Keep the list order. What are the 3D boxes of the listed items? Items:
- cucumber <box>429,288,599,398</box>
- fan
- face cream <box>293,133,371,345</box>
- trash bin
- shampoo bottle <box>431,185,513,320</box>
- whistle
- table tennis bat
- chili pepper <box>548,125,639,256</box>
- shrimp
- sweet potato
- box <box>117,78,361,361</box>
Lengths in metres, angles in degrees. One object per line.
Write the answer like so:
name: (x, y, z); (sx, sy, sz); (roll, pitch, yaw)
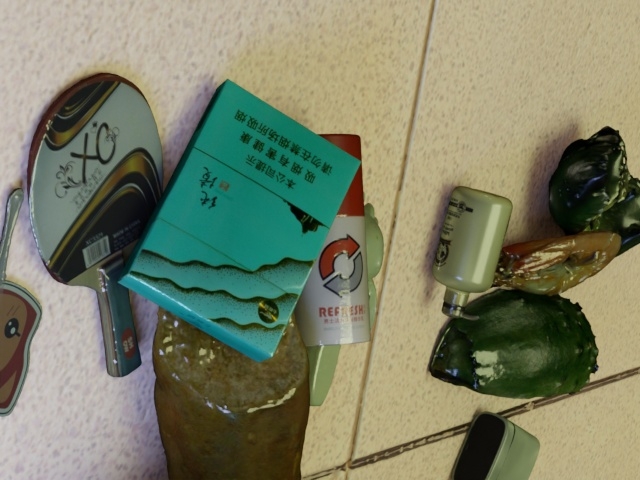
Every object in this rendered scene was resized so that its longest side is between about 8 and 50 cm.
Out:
cucumber: (0.275, 0.145, 2.132); (0.325, 0.105, 0.145); (3, 103, -53)
fan: (-0.287, 0.060, 1.371); (0.132, 0.009, 0.220); (-1, 107, -57)
face cream: (0.000, 0.000, 1.624); (0.096, 0.095, 0.214); (-2, 89, -55)
trash bin: (0.247, 0.309, 2.203); (0.130, 0.059, 0.116); (34, 79, -56)
shampoo bottle: (0.183, 0.017, 1.957); (0.079, 0.079, 0.162); (7, 100, -56)
whistle: (0.012, 0.061, 1.724); (0.110, 0.092, 0.244); (6, 98, -57)
table tennis bat: (-0.201, -0.007, 1.452); (0.173, 0.022, 0.301); (-35, 130, -45)
chili pepper: (0.379, -0.064, 2.180); (0.148, 0.116, 0.264); (-32, 153, 10)
shrimp: (0.302, 0.028, 2.105); (0.267, 0.145, 0.061); (2, 62, -37)
sweet potato: (-0.090, 0.202, 1.598); (0.158, 0.157, 0.370); (-36, 140, -41)
box: (-0.074, -0.019, 1.506); (0.161, 0.042, 0.226); (31, 66, -14)
